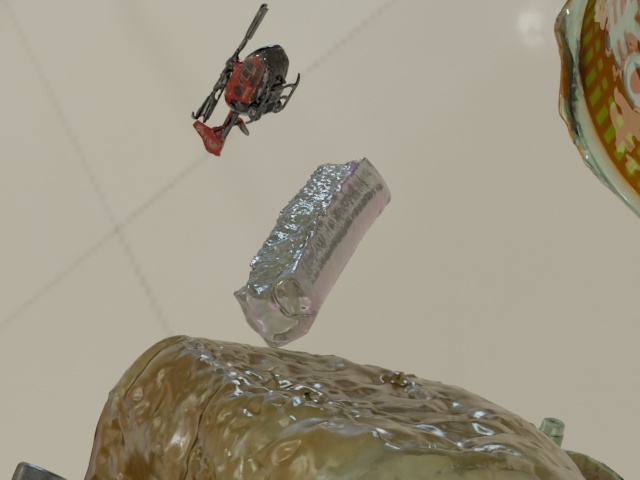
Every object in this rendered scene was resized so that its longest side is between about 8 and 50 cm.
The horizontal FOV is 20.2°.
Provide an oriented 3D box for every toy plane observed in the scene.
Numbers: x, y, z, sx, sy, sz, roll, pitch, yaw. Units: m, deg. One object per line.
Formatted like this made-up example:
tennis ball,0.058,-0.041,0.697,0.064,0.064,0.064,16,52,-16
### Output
toy plane,-0.061,-0.116,1.422,0.060,0.037,0.145,49,134,16

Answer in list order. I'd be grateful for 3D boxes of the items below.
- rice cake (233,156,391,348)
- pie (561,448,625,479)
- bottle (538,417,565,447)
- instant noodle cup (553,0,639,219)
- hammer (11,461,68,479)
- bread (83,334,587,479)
rice cake,-0.001,0.000,1.147,0.049,0.270,0.055,-14,104,16
pie,0.288,0.364,2.076,0.302,0.302,0.067,46,136,25
bottle,0.247,0.237,1.980,0.030,0.030,0.083,25,110,31
instant noodle cup,0.168,-0.086,0.554,0.168,0.185,0.168,0,75,-1
hammer,-0.227,0.146,0.882,0.037,0.290,0.137,13,75,28
bread,0.016,0.150,0.669,0.246,0.176,0.195,20,97,64
